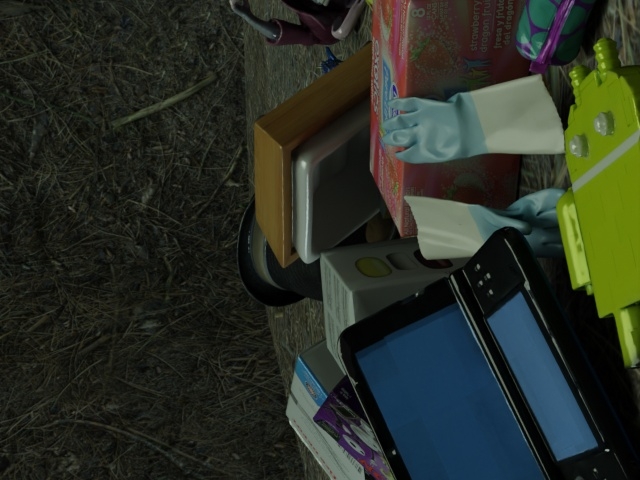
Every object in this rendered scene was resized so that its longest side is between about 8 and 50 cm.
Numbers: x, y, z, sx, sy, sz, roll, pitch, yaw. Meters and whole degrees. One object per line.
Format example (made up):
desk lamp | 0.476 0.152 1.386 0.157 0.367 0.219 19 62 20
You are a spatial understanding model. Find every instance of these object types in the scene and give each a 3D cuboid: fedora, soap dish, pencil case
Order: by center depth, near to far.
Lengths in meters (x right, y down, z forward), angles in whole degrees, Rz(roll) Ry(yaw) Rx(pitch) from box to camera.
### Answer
pencil case | 0.219 -0.222 1.075 0.151 0.064 0.070 97 -173 -60
soap dish | 0.031 -0.127 1.638 0.118 0.291 0.229 36 146 27
fedora | 0.000 0.000 2.189 0.152 0.334 0.334 32 137 38

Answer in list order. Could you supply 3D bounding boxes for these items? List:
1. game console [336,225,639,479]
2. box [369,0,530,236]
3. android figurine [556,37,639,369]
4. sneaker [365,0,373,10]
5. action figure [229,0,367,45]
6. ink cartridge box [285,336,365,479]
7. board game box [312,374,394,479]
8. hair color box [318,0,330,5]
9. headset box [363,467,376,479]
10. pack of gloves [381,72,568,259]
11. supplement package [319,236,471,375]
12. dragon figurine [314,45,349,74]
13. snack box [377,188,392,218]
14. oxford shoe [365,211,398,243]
game console | 0.161 0.171 1.217 0.293 0.173 0.250 64 167 12
box | 0.142 -0.170 1.353 0.154 0.142 0.300 -110 16 -52
android figurine | 0.261 -0.032 1.008 0.248 0.056 0.272 124 137 -77
sneaker | 0.100 -0.373 1.698 0.208 0.081 0.094 106 149 -84
action figure | 0.013 -0.428 2.046 0.276 0.248 0.370 35 170 14
ink cartridge box | 0.059 0.305 2.063 0.223 0.129 0.307 52 160 18
board game box | 0.139 0.300 1.421 0.347 0.056 0.208 42 167 8
hair color box | 0.001 -0.495 1.656 0.110 0.185 0.339 -54 -2 -28
headset box | 0.148 0.348 1.761 0.246 0.131 0.283 -167 70 -80
pack of gloves | 0.154 -0.059 1.227 0.232 0.046 0.195 -2 117 47
supplement package | 0.116 0.092 1.558 0.203 0.194 0.149 -129 32 -72
dragon figurine | 0.048 -0.261 1.858 0.289 0.144 0.085 -128 32 -73
snack box | 0.131 -0.096 1.609 0.141 0.100 0.037 92 167 -45
oxford shoe | 0.083 -0.065 1.958 0.227 0.096 0.082 92 166 -51
